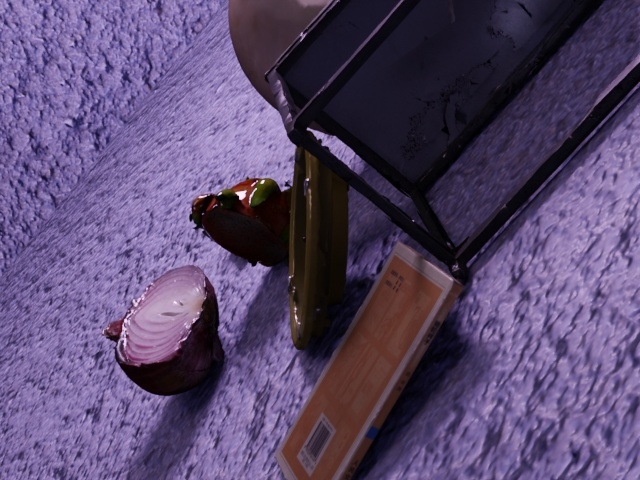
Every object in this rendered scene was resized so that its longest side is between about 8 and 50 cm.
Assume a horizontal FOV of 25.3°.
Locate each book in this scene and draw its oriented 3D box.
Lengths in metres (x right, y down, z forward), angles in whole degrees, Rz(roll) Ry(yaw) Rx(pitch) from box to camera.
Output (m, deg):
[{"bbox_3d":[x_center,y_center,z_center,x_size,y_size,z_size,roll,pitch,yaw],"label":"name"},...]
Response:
[{"bbox_3d":[0.039,0.124,1.290,0.241,0.018,0.170,-59,17,4],"label":"book"}]

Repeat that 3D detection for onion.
[{"bbox_3d":[-0.183,0.125,1.747,0.151,0.098,0.206,-16,31,23],"label":"onion"}]

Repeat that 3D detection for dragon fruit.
[{"bbox_3d":[-0.083,-0.028,1.759,0.175,0.138,0.142,-54,-9,-52],"label":"dragon fruit"}]

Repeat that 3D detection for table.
[{"bbox_3d":[0.144,-0.185,1.373,0.335,0.222,0.272,-48,16,10],"label":"table"}]

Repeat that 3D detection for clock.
[{"bbox_3d":[0.000,0.000,1.501,0.237,0.057,0.237,-178,90,-85],"label":"clock"}]

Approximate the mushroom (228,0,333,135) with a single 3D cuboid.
[{"bbox_3d":[0.070,-0.293,1.730,0.362,0.295,0.362,-12,68,33],"label":"mushroom"}]
